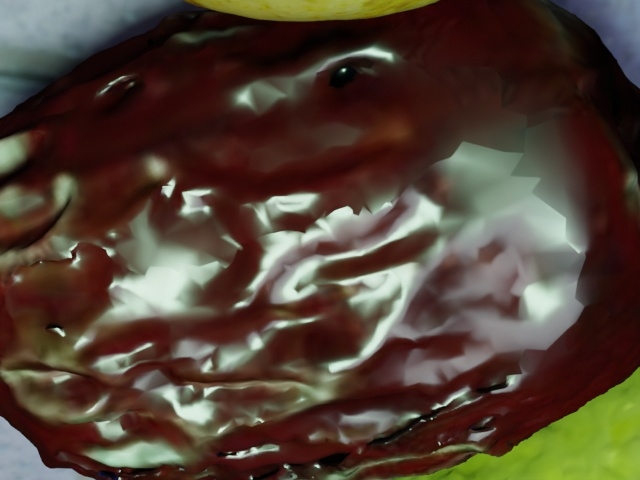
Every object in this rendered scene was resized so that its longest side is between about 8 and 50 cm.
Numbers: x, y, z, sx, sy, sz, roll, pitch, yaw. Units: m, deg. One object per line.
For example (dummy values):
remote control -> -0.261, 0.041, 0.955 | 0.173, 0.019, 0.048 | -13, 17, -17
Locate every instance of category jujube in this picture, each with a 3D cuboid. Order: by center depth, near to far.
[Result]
jujube -> 0.000, 0.000, 0.819 | 0.377, 0.258, 0.258 | -15, 127, -1

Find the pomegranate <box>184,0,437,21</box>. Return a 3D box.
pomegranate -> -0.007, -0.196, 0.680 | 0.215, 0.215, 0.215 | -4, 127, -5

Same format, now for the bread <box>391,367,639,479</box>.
bread -> 0.206, 0.205, 0.938 | 0.308, 0.348, 0.348 | -23, 126, 15
